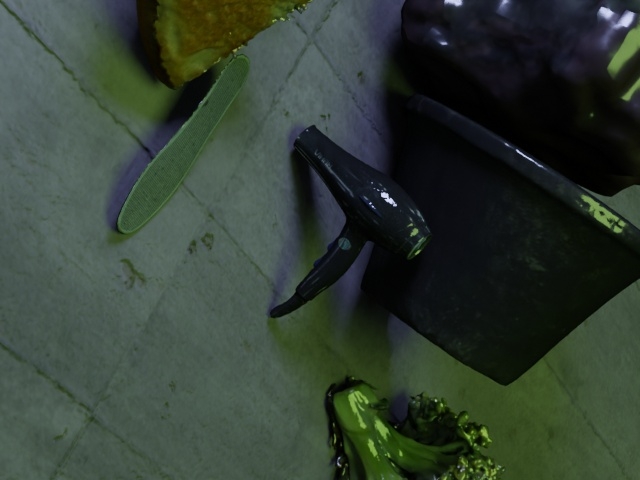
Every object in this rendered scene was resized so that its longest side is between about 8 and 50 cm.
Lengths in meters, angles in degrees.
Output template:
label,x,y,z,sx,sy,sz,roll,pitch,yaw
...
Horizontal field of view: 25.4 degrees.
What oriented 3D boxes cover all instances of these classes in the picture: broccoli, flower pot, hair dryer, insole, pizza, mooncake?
label,x,y,z,sx,sy,sz,roll,pitch,yaw
broccoli,0.126,0.297,1.801,0.242,0.180,0.273,-43,128,-35
flower pot,0.205,0.018,1.736,0.251,0.379,0.379,-55,139,2
hair dryer,0.000,0.000,1.648,0.219,0.195,0.075,-50,165,11
insole,-0.140,-0.099,1.486,0.232,0.003,0.080,-55,158,-11
pizza,-0.084,-0.301,1.399,0.223,0.089,0.323,-21,146,-31
mooncake,0.290,-0.215,1.729,0.350,0.381,0.212,41,76,-43
